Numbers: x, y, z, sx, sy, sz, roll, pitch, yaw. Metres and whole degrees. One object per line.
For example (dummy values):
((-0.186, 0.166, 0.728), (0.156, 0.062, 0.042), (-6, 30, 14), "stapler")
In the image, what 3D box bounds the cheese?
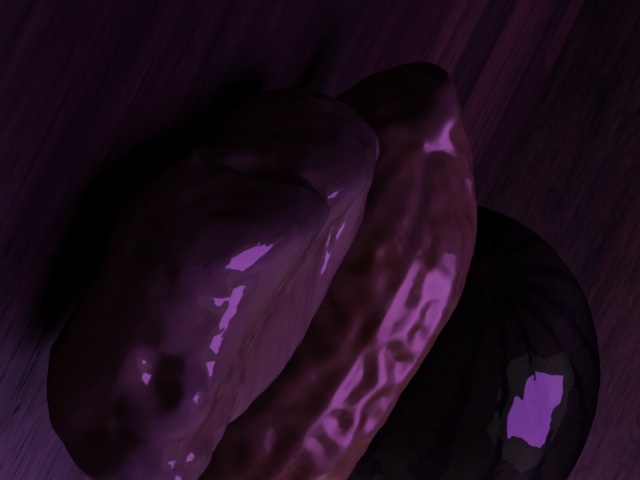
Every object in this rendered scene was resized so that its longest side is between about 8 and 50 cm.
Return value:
((-0.046, 0.010, 0.758), (0.159, 0.093, 0.263), (-64, 173, 24), "cheese")

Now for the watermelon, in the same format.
((0.096, 0.126, 1.291), (0.279, 0.279, 0.359), (-58, 170, -29), "watermelon")

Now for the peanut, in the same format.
((0.004, 0.036, 0.947), (0.325, 0.140, 0.153), (-64, -162, -1), "peanut")
